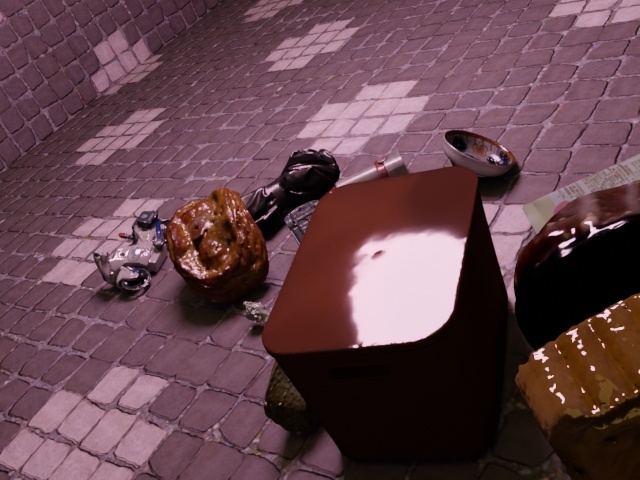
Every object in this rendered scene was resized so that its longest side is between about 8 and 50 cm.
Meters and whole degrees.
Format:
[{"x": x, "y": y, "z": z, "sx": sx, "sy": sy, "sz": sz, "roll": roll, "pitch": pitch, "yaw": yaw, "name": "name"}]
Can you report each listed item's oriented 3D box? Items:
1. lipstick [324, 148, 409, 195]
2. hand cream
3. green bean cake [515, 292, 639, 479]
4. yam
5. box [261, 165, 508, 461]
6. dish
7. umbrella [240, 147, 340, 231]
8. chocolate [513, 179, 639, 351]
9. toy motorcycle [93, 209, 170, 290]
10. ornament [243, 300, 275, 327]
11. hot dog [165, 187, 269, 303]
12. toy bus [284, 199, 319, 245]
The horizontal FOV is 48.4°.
[{"x": 0.085, "y": -0.121, "z": 1.453, "sx": 0.186, "sy": 0.057, "sz": 0.063, "roll": -24, "pitch": 32, "yaw": 9, "name": "lipstick"}, {"x": 0.468, "y": -0.078, "z": 1.078, "sx": 0.305, "sy": 0.093, "sz": 0.147, "roll": -22, "pitch": 30, "yaw": 11, "name": "hand cream"}, {"x": 0.330, "y": 0.165, "z": 0.675, "sx": 0.229, "sy": 0.224, "sz": 0.131, "roll": -30, "pitch": 29, "yaw": 14, "name": "green bean cake"}, {"x": -0.009, "y": 0.158, "z": 1.065, "sx": 0.106, "sy": 0.106, "sz": 0.259, "roll": -13, "pitch": 33, "yaw": 21, "name": "yam"}, {"x": 0.111, "y": 0.096, "z": 0.949, "sx": 0.239, "sy": 0.229, "sz": 0.339, "roll": -10, "pitch": 36, "yaw": 26, "name": "box"}, {"x": 0.284, "y": -0.141, "z": 1.332, "sx": 0.141, "sy": 0.078, "sz": 0.141, "roll": 13, "pitch": 31, "yaw": -8, "name": "dish"}, {"x": -0.111, "y": -0.079, "z": 1.489, "sx": 0.340, "sy": 0.118, "sz": 0.118, "roll": -31, "pitch": 32, "yaw": -4, "name": "umbrella"}, {"x": 0.407, "y": 0.030, "z": 0.854, "sx": 0.340, "sy": 0.225, "sz": 0.210, "roll": -12, "pitch": 22, "yaw": 21, "name": "chocolate"}, {"x": -0.412, "y": 0.024, "z": 1.570, "sx": 0.150, "sy": 0.102, "sz": 0.221, "roll": 7, "pitch": 44, "yaw": 12, "name": "toy motorcycle"}, {"x": -0.085, "y": 0.128, "z": 1.228, "sx": 0.092, "sy": 0.041, "sz": 0.068, "roll": -12, "pitch": 39, "yaw": 5, "name": "ornament"}, {"x": -0.206, "y": -0.008, "z": 1.368, "sx": 0.175, "sy": 0.114, "sz": 0.259, "roll": -35, "pitch": 52, "yaw": 4, "name": "hot dog"}, {"x": 0.000, "y": 0.000, "z": 1.302, "sx": 0.087, "sy": 0.089, "sz": 0.194, "roll": -30, "pitch": 32, "yaw": -4, "name": "toy bus"}]
